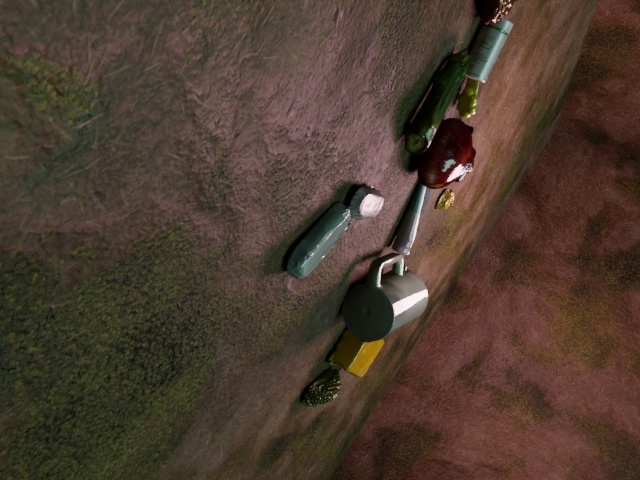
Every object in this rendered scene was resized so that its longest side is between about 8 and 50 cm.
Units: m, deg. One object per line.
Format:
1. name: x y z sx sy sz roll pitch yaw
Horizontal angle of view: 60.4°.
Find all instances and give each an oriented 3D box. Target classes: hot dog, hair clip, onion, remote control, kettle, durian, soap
1. hot dog: 0.126 -0.103 1.518 0.099 0.053 0.192 -64 160 14
2. hair clip: 0.487 -0.480 1.782 0.046 0.072 0.173 -17 130 -44
3. onion: 0.401 -0.276 1.764 0.248 0.161 0.248 -21 115 -54
4. remote control: 0.000 0.000 1.385 0.247 0.052 0.104 -49 157 -30
5. kettle: 0.245 0.199 1.937 0.318 0.205 0.265 -12 142 -57
6. durian: 0.012 0.569 2.058 0.220 0.095 0.137 -8 125 -55
7. hot dog: 0.494 -0.695 1.500 0.160 0.099 0.227 -51 159 -17
8. soap: 0.146 0.428 2.156 0.204 0.096 0.324 -57 158 -7

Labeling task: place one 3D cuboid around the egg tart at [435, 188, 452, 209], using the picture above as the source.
1. egg tart: 0.513 -0.162 2.270 0.105 0.039 0.105 -44 154 -28

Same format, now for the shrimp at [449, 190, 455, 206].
1. shrimp: 0.550 -0.164 2.368 0.083 0.023 0.114 -50 150 -15

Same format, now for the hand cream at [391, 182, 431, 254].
1. hand cream: 0.343 -0.102 1.957 0.111 0.070 0.312 -3 117 -59

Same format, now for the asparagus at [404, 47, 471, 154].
1. asparagus: 0.336 -0.401 1.551 0.343 0.082 0.085 -61 154 1

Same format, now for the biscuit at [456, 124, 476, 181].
1. biscuit: 0.520 -0.325 2.049 0.151 0.063 0.235 -58 155 -4

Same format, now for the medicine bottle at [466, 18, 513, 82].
1. medicine bottle: 0.502 -0.580 1.669 0.086 0.086 0.183 -11 127 -61
